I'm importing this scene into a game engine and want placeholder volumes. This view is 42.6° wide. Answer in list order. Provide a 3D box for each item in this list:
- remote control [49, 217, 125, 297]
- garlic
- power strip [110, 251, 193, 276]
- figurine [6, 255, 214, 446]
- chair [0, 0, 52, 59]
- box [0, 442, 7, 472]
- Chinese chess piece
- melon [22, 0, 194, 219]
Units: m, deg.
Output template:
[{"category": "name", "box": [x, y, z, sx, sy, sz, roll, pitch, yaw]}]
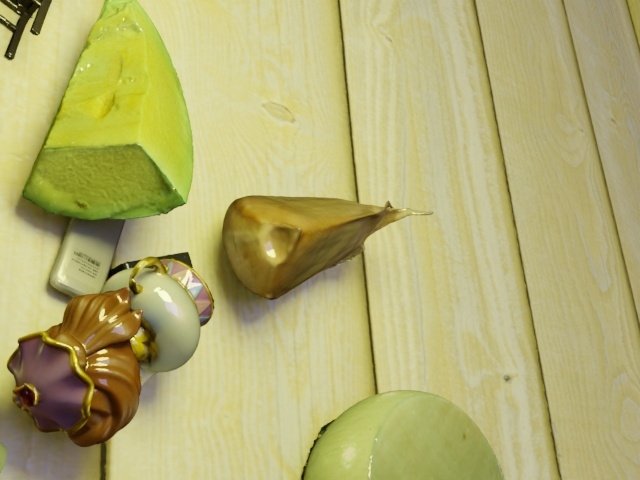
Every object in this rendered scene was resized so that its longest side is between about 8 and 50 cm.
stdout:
[{"category": "remote control", "box": [-0.283, -0.037, 1.057, 0.067, 0.029, 0.261, 32, 48, -29]}, {"category": "garlic", "box": [-0.004, 0.000, 1.206, 0.338, 0.196, 0.151, -8, 92, -50]}, {"category": "power strip", "box": [-0.219, 0.039, 1.075, 0.111, 0.038, 0.029, -11, 80, -47]}, {"category": "figurine", "box": [-0.237, 0.122, 0.928, 0.263, 0.142, 0.190, -42, 143, -49]}, {"category": "chair", "box": [-0.385, -0.350, 1.069, 0.101, 0.084, 0.213, 39, 47, -32]}, {"category": "box", "box": [-0.394, 0.208, 0.663, 0.149, 0.226, 0.226, 49, 43, -16]}, {"category": "Chinese chess piece", "box": [0.129, 0.391, 1.173, 0.349, 0.146, 0.349, 24, 54, -37]}, {"category": "melon", "box": [-0.255, -0.175, 1.052, 0.196, 0.124, 0.323, 2, 50, -4]}]
